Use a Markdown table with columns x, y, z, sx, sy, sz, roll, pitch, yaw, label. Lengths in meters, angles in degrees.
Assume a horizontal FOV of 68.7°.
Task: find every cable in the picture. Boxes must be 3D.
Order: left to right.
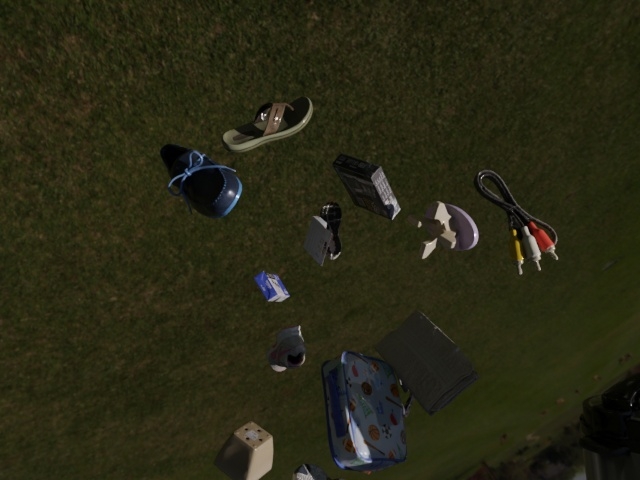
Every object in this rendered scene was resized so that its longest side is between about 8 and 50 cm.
| x | y | z | sx | sy | sz | roll | pitch | yaw | label |
| --- | --- | --- | --- | --- | --- | --- | --- | --- | --- |
| 0.501 | -0.064 | 1.181 | 0.139 | 0.287 | 0.072 | -22 | 172 | 0 | cable |

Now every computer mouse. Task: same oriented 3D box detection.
| x | y | z | sx | sy | sz | roll | pitch | yaw | label |
| --- | --- | --- | --- | --- | --- | --- | --- | --- | --- |
| 0.337 | 0.595 | 1.933 | 0.184 | 0.060 | 0.262 | -49 | 133 | -45 | computer mouse |

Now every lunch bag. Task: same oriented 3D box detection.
| x | y | z | sx | sy | sz | roll | pitch | yaw | label |
| --- | --- | --- | --- | --- | --- | --- | --- | --- | --- |
| 0.109 | 0.448 | 1.254 | 0.243 | 0.303 | 0.115 | 23 | 134 | -37 | lunch bag |

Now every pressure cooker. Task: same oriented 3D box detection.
| x | y | z | sx | sy | sz | roll | pitch | yaw | label |
| --- | --- | --- | --- | --- | --- | --- | --- | --- | --- |
| 0.777 | 0.489 | 1.012 | 0.376 | 0.420 | 0.370 | -8 | 172 | 31 | pressure cooker |

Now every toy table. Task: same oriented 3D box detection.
| x | y | z | sx | sy | sz | roll | pitch | yaw | label |
| --- | --- | --- | --- | --- | --- | --- | --- | --- | --- |
| 0.498 | -0.049 | 1.950 | 0.161 | 0.274 | 0.252 | -8 | 111 | -35 | toy table |

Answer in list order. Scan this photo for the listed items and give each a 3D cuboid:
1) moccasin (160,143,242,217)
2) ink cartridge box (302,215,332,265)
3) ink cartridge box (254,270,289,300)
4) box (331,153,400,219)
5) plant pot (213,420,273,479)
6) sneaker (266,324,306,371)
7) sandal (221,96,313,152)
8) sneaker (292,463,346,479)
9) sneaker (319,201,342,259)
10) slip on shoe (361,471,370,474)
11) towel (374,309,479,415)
| x | y | z | sx | sy | sz | roll | pitch | yaw | label |
| --- | --- | --- | --- | --- | --- | --- | --- | --- | --- |
| -0.303 | -0.144 | 1.096 | 0.117 | 0.342 | 0.137 | 39 | 82 | -39 | moccasin |
| 0.000 | 0.000 | 1.876 | 0.045 | 0.179 | 0.145 | 5 | 113 | -33 | ink cartridge box |
| -0.172 | 0.168 | 1.688 | 0.046 | 0.097 | 0.207 | -33 | 170 | 2 | ink cartridge box |
| 0.213 | -0.245 | 2.149 | 0.076 | 0.242 | 0.307 | -50 | 139 | -13 | box |
| -0.177 | 0.514 | 1.148 | 0.109 | 0.109 | 0.096 | -5 | 117 | -61 | plant pot |
| -0.118 | 0.405 | 1.638 | 0.103 | 0.111 | 0.252 | -10 | 144 | -25 | sneaker |
| -0.154 | -0.354 | 1.390 | 0.303 | 0.120 | 0.086 | -29 | 140 | -15 | sandal |
| -0.030 | 0.682 | 1.238 | 0.153 | 0.094 | 0.235 | -41 | 134 | 10 | sneaker |
| 0.044 | -0.044 | 2.209 | 0.107 | 0.279 | 0.118 | 2 | 166 | -2 | sneaker |
| 0.205 | 0.707 | 1.604 | 0.331 | 0.101 | 0.123 | 2 | 107 | -55 | slip on shoe |
| 0.297 | 0.342 | 1.348 | 0.187 | 0.282 | 0.049 | -39 | 134 | -5 | towel |
